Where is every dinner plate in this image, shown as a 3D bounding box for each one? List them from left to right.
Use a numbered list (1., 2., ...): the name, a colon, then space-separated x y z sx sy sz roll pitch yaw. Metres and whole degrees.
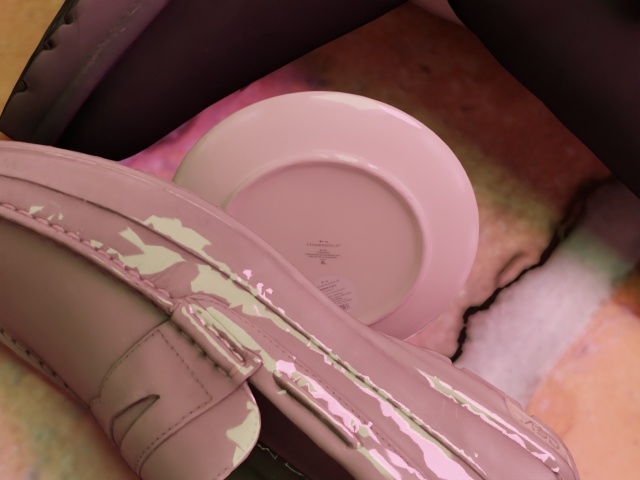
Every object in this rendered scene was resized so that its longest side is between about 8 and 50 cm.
1. dinner plate: 0.000 0.000 0.676 0.141 0.141 0.017 14 33 -7

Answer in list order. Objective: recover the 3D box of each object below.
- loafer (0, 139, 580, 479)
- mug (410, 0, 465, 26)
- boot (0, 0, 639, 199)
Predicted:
1. loafer: -0.041 0.066 0.639 0.319 0.112 0.111 29 48 2
2. mug: 0.150 -0.288 0.840 0.328 0.276 0.374 35 86 -2
3. boot: 0.125 -0.064 0.732 0.445 0.367 0.146 38 14 -16
